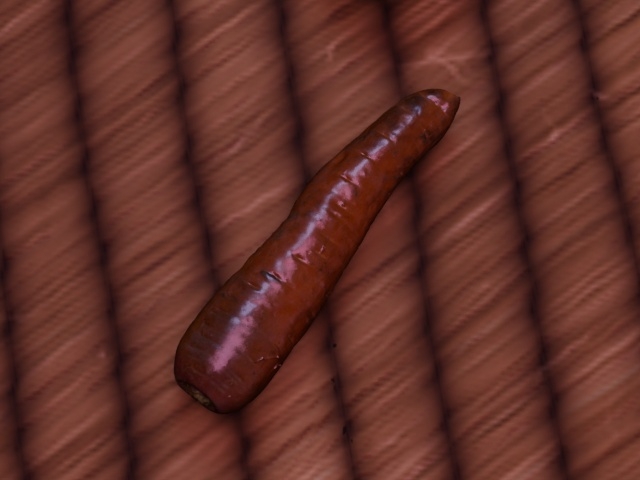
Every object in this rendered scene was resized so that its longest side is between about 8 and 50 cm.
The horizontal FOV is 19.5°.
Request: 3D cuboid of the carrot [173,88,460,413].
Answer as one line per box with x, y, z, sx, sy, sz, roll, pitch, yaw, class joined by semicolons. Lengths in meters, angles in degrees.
0.000;0.000;0.869;0.047;0.047;0.191;38;74;2;carrot
